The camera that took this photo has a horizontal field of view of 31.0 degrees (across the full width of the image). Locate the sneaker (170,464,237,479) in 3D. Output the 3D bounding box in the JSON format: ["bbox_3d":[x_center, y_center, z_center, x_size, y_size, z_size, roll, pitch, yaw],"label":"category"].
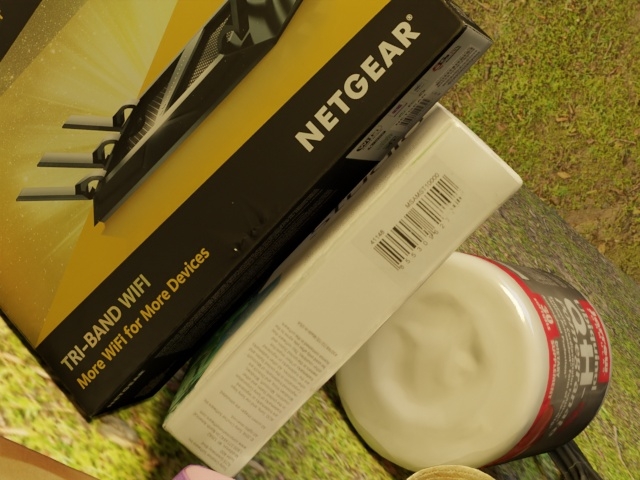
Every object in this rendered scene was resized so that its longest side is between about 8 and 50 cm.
[{"bbox_3d":[-0.003,0.184,0.620,0.236,0.095,0.104,31,13,-35],"label":"sneaker"}]

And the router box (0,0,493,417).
[{"bbox_3d":[-0.095,-0.091,0.674,0.243,0.309,0.081,47,15,12],"label":"router box"}]

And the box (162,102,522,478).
[{"bbox_3d":[0.012,0.005,0.763,0.058,0.232,0.322,43,8,-5],"label":"box"}]

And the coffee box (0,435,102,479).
[{"bbox_3d":[-0.083,0.174,0.427,0.246,0.098,0.141,34,19,-31],"label":"coffee box"}]

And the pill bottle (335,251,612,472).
[{"bbox_3d":[0.156,0.107,1.023,0.176,0.176,0.318,51,18,22],"label":"pill bottle"}]

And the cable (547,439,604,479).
[{"bbox_3d":[0.252,0.256,1.130,0.139,0.072,0.287,38,7,-29],"label":"cable"}]

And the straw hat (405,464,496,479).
[{"bbox_3d":[0.077,0.217,0.759,0.144,0.144,0.061,40,-25,-15],"label":"straw hat"}]
